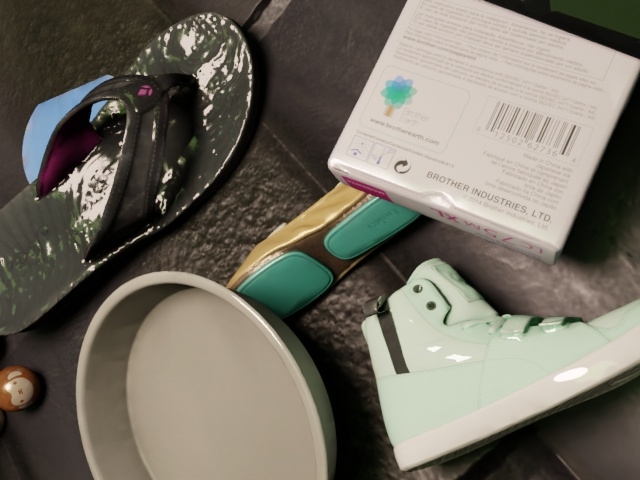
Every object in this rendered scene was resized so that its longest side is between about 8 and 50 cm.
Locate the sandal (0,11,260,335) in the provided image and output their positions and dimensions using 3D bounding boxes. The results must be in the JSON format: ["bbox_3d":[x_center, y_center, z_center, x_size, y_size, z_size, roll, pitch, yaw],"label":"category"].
[{"bbox_3d":[-0.235,-0.059,0.743,0.446,0.107,0.167,-45,78,10],"label":"sandal"}]

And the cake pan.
[{"bbox_3d":[-0.105,0.168,0.633,0.293,0.054,0.293,6,101,32],"label":"cake pan"}]

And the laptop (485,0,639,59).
[{"bbox_3d":[0.263,-0.270,0.512,0.234,0.136,0.264,29,58,19],"label":"laptop"}]

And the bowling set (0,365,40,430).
[{"bbox_3d":[-0.446,0.167,0.800,0.200,0.154,0.287,-15,84,21],"label":"bowling set"}]

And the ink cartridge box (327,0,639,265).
[{"bbox_3d":[0.156,-0.157,0.548,0.186,0.065,0.311,23,85,20],"label":"ink cartridge box"}]

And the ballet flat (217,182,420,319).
[{"bbox_3d":[0.000,0.000,0.648,0.232,0.080,0.073,-34,38,18],"label":"ballet flat"}]

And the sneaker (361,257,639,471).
[{"bbox_3d":[0.143,0.059,0.531,0.256,0.094,0.151,-30,64,21],"label":"sneaker"}]

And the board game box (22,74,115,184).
[{"bbox_3d":[-0.276,-0.117,0.838,0.169,0.033,0.133,-19,75,13],"label":"board game box"}]
